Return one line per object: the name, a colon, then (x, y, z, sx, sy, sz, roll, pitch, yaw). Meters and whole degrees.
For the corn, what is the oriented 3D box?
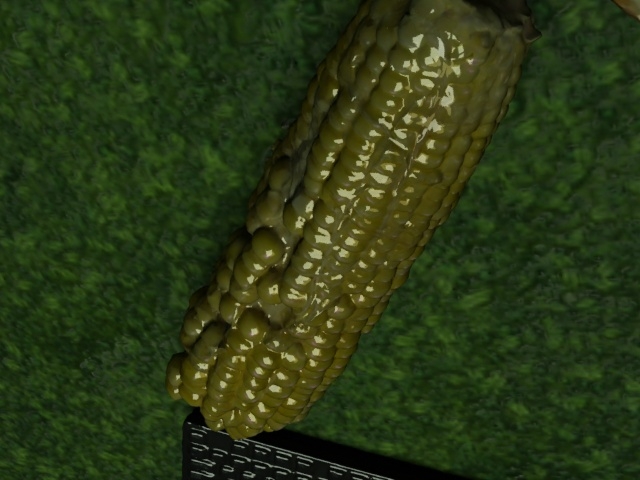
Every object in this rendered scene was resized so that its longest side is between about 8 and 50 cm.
corn: (0.000, 0.000, 0.452, 0.086, 0.086, 0.288, 26, 133, -6)

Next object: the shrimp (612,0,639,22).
shrimp: (0.140, -0.082, 0.298, 0.236, 0.053, 0.133, 17, 179, -20)

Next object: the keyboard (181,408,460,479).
keyboard: (0.063, 0.172, 0.636, 0.309, 0.018, 0.101, 14, 135, 5)
